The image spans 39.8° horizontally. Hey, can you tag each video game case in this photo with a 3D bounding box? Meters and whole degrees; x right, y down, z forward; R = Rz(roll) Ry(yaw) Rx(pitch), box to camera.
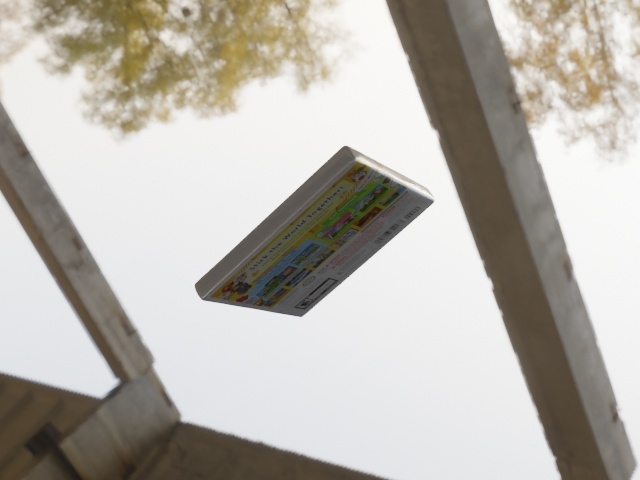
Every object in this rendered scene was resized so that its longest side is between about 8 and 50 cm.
[{"bbox_3d":[0.000,0.000,0.984,0.227,0.206,0.026,-41,-117,17],"label":"video game case"}]
